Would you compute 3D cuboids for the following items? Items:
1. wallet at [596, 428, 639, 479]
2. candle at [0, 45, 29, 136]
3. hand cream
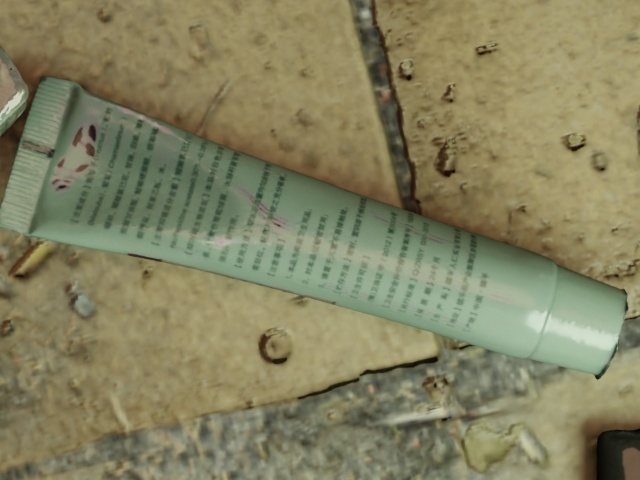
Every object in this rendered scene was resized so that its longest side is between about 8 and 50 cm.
[{"bbox_3d":[0.235,0.283,1.032,0.197,0.051,0.378,4,82,-6],"label":"wallet"},{"bbox_3d":[-0.234,-0.079,0.992,0.168,0.068,0.192,4,86,-10],"label":"candle"},{"bbox_3d":[0.000,0.000,1.024,0.331,0.058,0.085,17,82,-7],"label":"hand cream"}]
